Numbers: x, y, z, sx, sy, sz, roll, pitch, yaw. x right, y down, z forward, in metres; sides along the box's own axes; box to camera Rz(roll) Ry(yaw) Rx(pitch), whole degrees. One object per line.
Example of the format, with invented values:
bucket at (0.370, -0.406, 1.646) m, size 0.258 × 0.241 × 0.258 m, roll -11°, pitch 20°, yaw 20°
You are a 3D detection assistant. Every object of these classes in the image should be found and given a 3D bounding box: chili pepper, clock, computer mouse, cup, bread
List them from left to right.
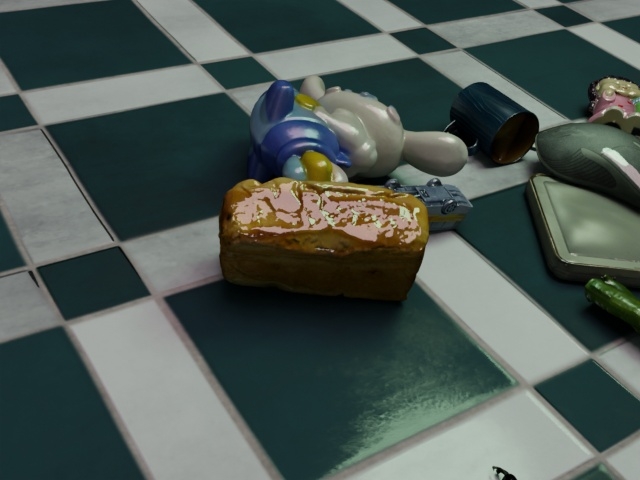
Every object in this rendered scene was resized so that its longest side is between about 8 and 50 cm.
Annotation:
bread at (0.000, 0.000, 1.140) m, size 0.294 × 0.167 × 0.132 m, roll 6°, pitch 61°, yaw -6°
cup at (0.313, -0.225, 1.522) m, size 0.150 × 0.113 × 0.138 m, roll -9°, pitch 39°, yaw -30°
clock at (0.642, -0.258, 1.646) m, size 0.194 × 0.100 × 0.195 m, roll 17°, pitch 41°, yaw 5°
computer mouse at (0.555, -0.128, 1.407) m, size 0.379 × 0.090 × 0.167 m, roll 30°, pitch 39°, yaw 27°
chili pepper at (0.506, 0.169, 1.100) m, size 0.084 × 0.076 × 0.359 m, roll 11°, pitch 29°, yaw -40°

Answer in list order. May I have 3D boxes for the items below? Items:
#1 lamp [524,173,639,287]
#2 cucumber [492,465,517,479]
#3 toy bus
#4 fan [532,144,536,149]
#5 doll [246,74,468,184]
lamp at (0.497, -0.019, 1.350) m, size 0.269 × 0.047 × 0.266 m, roll 7°, pitch 38°, yaw -3°
cucumber at (0.220, 0.315, 0.882) m, size 0.039 × 0.043 × 0.163 m, roll 39°, pitch 32°, yaw -24°
toy bus at (0.152, -0.054, 1.283) m, size 0.190 × 0.075 × 0.064 m, roll -5°, pitch 49°, yaw -32°
fan at (0.475, -0.167, 1.566) m, size 0.226 × 0.008 × 0.152 m, roll 19°, pitch 39°, yaw 12°
doll at (0.008, -0.186, 1.355) m, size 0.376 × 0.187 × 0.365 m, roll 10°, pitch 20°, yaw 43°
